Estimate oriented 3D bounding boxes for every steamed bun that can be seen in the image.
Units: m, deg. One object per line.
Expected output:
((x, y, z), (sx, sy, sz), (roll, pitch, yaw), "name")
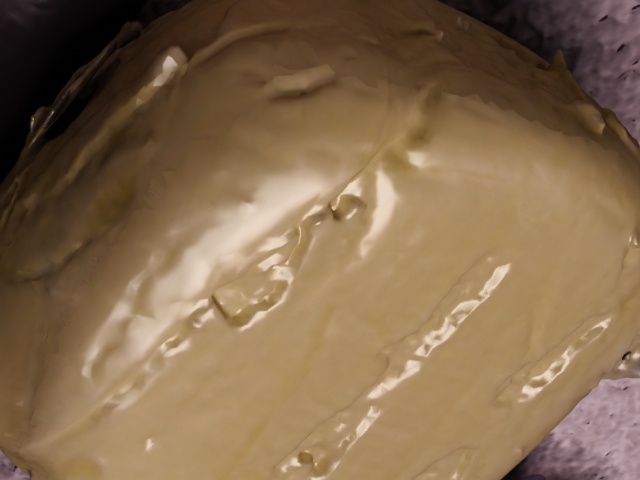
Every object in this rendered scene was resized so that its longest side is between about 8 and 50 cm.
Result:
((0.000, 0.000, 0.721), (0.273, 0.166, 0.232), (16, 120, -38), "steamed bun")

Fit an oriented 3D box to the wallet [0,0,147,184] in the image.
((-0.182, -0.052, 0.703), (0.149, 0.044, 0.250), (19, 131, -27), "wallet")

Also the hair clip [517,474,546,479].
((0.064, 0.168, 0.993), (0.278, 0.090, 0.137), (18, 135, -36), "hair clip")
